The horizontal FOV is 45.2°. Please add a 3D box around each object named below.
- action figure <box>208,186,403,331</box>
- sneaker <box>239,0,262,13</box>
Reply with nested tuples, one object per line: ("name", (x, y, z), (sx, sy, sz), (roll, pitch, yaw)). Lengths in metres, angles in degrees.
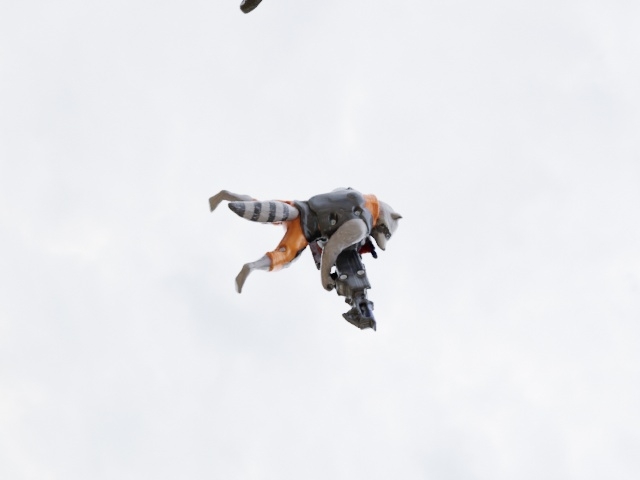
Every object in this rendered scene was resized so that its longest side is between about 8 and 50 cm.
("action figure", (0.000, 0.000, 1.359), (0.341, 0.330, 0.178), (-120, -152, -43))
("sneaker", (-0.125, -0.539, 1.538), (0.170, 0.051, 0.089), (-36, -54, 26))
